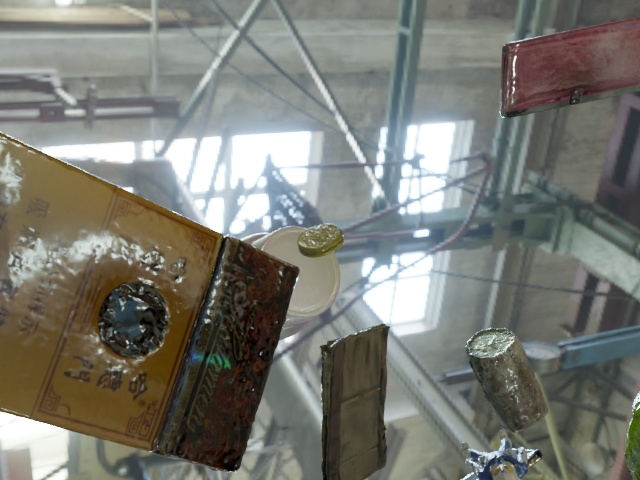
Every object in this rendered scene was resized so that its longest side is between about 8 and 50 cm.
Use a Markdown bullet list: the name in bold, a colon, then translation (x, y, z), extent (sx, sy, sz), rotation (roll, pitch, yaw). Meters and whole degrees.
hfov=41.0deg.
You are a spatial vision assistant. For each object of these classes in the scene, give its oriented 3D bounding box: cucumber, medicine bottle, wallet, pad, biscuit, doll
- **cucumber**: translation (0.198, 0.152, 0.913), extent (0.064, 0.064, 0.112), rotation (16, -46, 65)
- **medicine bottle**: translation (-0.114, 0.101, 1.877), extent (0.302, 0.241, 0.241), rotation (-27, -109, 57)
- **wallet**: translation (0.381, -0.261, 1.288), extent (0.025, 0.232, 0.119), rotation (-119, -161, -57)
- **pad**: translation (0.052, 0.243, 1.234), extent (0.022, 0.174, 0.233), rotation (5, -80, 33)
- **biscuit**: translation (0.000, 0.000, 1.519), extent (0.084, 0.084, 0.023), rotation (45, -26, 55)
- **wallet**: translation (0.397, 0.552, 1.990), extent (0.036, 0.222, 0.167), rotation (60, -20, 3)
- **doll**: translation (0.321, 0.399, 1.526), extent (0.227, 0.114, 0.057), rotation (-102, 180, -80)

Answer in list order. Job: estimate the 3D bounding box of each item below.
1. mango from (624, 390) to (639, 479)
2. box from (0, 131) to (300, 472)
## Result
- **mango**: translation (0.322, 0.149, 0.703), extent (0.178, 0.100, 0.119), rotation (-55, -176, 45)
- **box**: translation (-0.236, 0.080, 0.944), extent (0.116, 0.415, 0.264), rotation (-3, -115, 52)
